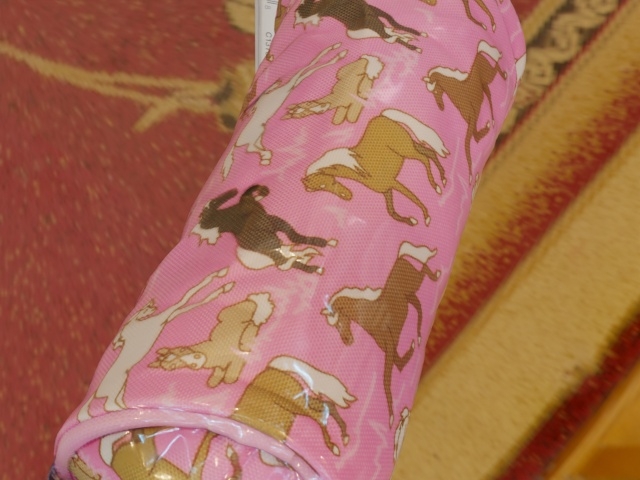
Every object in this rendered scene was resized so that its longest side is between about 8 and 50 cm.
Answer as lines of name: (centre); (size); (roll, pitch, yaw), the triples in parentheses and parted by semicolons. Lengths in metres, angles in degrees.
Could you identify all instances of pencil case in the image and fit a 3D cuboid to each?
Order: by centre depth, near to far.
pencil case: (0.000, 0.000, 0.828); (0.167, 0.386, 0.160); (-12, 130, 33)

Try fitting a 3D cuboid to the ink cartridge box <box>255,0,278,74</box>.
ink cartridge box: (0.019, -0.246, 1.592); (0.071, 0.330, 0.324); (11, 124, 16)
